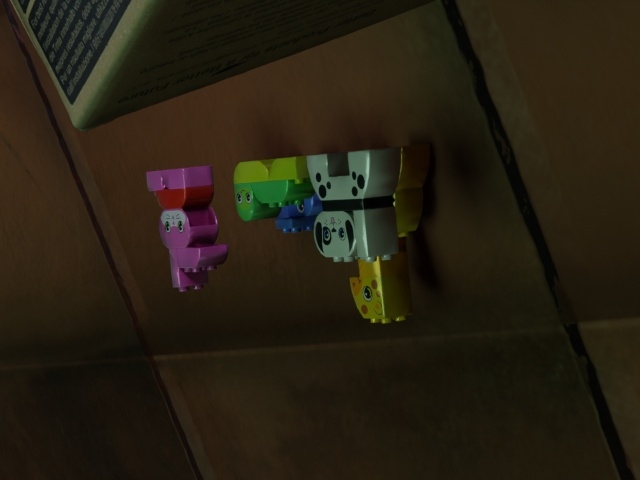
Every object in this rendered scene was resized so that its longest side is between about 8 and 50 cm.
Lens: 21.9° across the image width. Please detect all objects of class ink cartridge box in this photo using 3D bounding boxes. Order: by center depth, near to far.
[{"bbox_3d":[0.012,-0.150,0.618,0.088,0.235,0.193,60,149,8],"label":"ink cartridge box"}]

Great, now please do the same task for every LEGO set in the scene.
[{"bbox_3d":[0.000,0.000,0.890,0.227,0.087,0.093,-1,95,58],"label":"LEGO set"}]
